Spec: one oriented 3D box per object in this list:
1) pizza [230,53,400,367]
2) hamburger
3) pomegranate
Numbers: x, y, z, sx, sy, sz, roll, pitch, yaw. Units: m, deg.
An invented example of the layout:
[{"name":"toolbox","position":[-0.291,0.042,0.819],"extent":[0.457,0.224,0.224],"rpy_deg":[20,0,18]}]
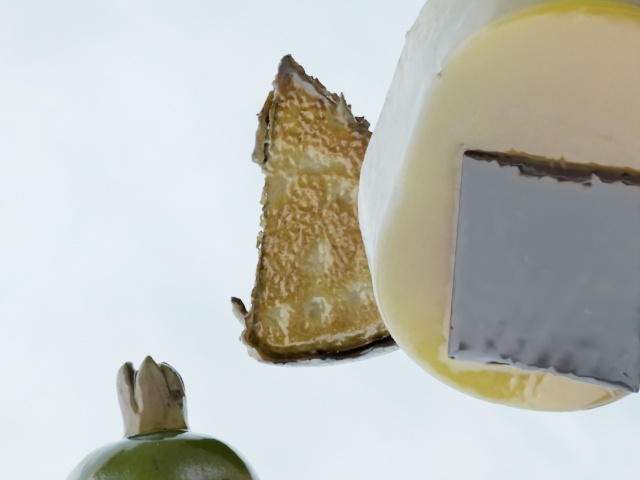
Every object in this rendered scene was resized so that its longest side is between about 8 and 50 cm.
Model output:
[{"name":"pizza","position":[0.000,0.000,1.432],"extent":[0.288,0.251,0.074],"rpy_deg":[48,-167,5]},{"name":"hamburger","position":[0.141,-0.040,0.871],"extent":[0.227,0.295,0.151],"rpy_deg":[23,-147,5]},{"name":"pomegranate","position":[-0.137,0.210,1.258],"extent":[0.179,0.179,0.210],"rpy_deg":[-33,-82,-51]}]
